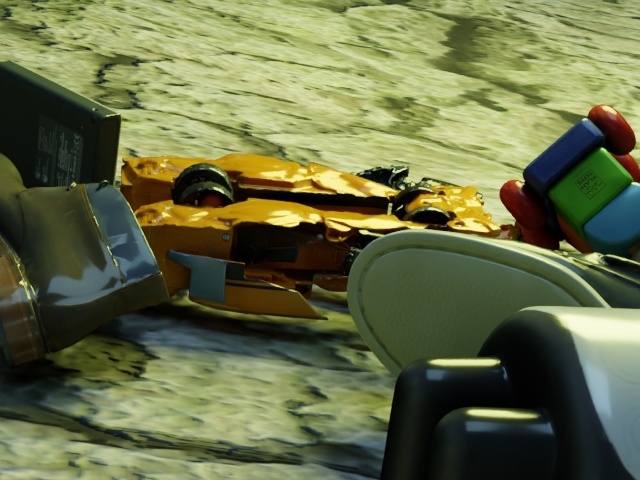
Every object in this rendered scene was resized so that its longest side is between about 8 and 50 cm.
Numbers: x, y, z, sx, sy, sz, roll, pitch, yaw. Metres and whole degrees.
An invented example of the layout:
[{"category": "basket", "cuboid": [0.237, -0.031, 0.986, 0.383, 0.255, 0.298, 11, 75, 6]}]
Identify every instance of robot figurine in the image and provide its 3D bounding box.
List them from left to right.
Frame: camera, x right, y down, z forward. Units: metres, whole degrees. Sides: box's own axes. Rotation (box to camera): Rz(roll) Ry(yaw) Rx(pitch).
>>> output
[{"category": "robot figurine", "cuboid": [0.000, 0.000, 1.109, 0.291, 0.085, 0.211, 6, 22, -8]}, {"category": "robot figurine", "cuboid": [0.171, 0.122, 0.769, 0.278, 0.173, 0.209, 3, 58, -17]}]

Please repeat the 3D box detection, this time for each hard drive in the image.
[{"category": "hard drive", "cuboid": [-0.207, -0.073, 1.184, 0.135, 0.094, 0.022, 27, 28, 36]}]

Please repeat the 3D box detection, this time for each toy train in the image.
[{"category": "toy train", "cuboid": [0.230, 0.007, 1.187, 0.143, 0.105, 0.248, 50, 1, 21]}]

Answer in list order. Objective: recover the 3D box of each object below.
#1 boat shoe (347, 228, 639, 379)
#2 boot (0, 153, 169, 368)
[{"category": "boat shoe", "cuboid": [0.185, 0.070, 0.959, 0.340, 0.127, 0.113, 16, 21, 12]}, {"category": "boot", "cuboid": [-0.169, -0.002, 1.010, 0.106, 0.082, 0.219, -16, 37, -9]}]
